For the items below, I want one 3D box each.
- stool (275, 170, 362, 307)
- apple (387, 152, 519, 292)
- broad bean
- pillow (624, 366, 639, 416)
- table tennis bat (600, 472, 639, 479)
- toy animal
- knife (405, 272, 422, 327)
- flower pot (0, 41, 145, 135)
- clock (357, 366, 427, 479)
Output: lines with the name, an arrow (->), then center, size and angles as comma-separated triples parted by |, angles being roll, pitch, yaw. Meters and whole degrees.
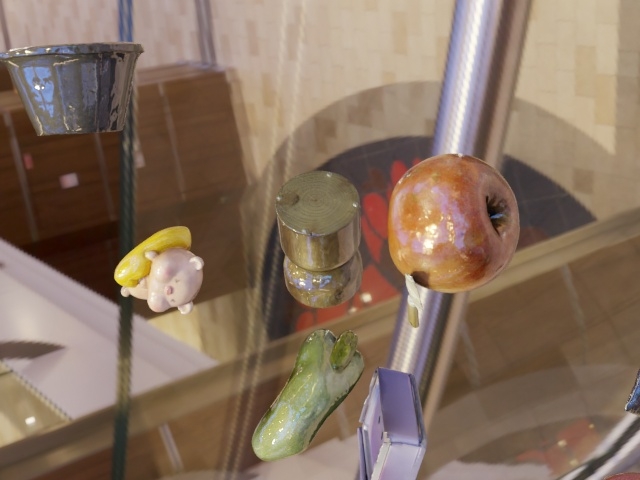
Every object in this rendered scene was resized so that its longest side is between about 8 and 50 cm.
stool -> 0.000, 0.000, 2.139 | 0.179, 0.179, 0.264 | 47, 158, 33
apple -> 0.234, -0.030, 1.808 | 0.253, 0.253, 0.253 | 29, 127, 46
broad bean -> -0.015, 0.228, 1.450 | 0.100, 0.228, 0.169 | 32, 172, 0
pillow -> 0.699, 0.316, 2.053 | 0.055, 0.208, 0.141 | 18, 80, 44
table tennis bat -> 0.572, 0.520, 1.654 | 0.310, 0.200, 0.038 | 37, 169, 2
toy animal -> -0.173, 0.047, 1.079 | 0.082, 0.091, 0.114 | 49, 135, 17
knife -> 0.176, 0.115, 1.848 | 0.047, 0.017, 0.298 | 58, 173, 24
flower pot -> -0.454, -0.281, 1.847 | 0.269, 0.269, 0.166 | 6, 105, 54
clock -> 0.113, 0.320, 1.614 | 0.193, 0.073, 0.145 | -93, 15, -61
